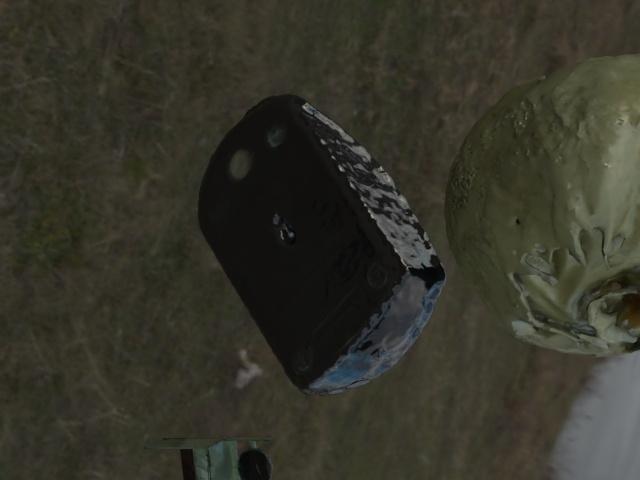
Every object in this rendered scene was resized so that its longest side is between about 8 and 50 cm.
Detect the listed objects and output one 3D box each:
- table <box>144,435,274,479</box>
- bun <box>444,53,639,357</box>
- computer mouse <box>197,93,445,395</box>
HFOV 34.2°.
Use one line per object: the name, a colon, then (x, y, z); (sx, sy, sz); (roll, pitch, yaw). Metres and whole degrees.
table: (-0.142, 0.343, 1.404); (0.062, 0.175, 0.146); (-13, 97, -66)
bun: (0.214, -0.007, 0.765); (0.259, 0.259, 0.152); (76, 16, -54)
computer mouse: (0.000, 0.000, 0.922); (0.100, 0.269, 0.170); (8, 131, -46)
